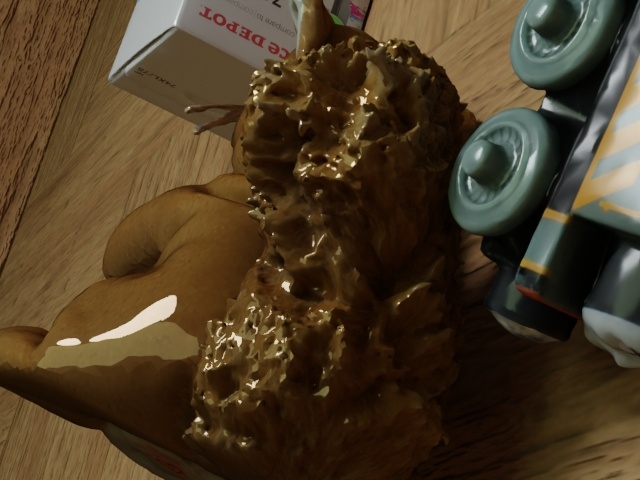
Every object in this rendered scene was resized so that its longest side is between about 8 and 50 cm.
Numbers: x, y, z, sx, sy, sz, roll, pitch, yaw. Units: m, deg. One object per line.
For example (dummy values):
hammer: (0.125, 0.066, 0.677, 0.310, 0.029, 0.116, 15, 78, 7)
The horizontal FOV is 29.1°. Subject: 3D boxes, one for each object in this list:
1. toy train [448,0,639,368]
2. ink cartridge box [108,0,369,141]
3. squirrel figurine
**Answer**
toy train: (0.199, -0.089, 0.653, 0.190, 0.142, 0.333, 24, 89, 58)
ink cartridge box: (-0.073, -0.270, 1.346, 0.197, 0.198, 0.270, -20, 50, 59)
squirrel figurine: (0.000, 0.000, 0.873, 0.397, 0.281, 0.370, -18, 39, 61)
